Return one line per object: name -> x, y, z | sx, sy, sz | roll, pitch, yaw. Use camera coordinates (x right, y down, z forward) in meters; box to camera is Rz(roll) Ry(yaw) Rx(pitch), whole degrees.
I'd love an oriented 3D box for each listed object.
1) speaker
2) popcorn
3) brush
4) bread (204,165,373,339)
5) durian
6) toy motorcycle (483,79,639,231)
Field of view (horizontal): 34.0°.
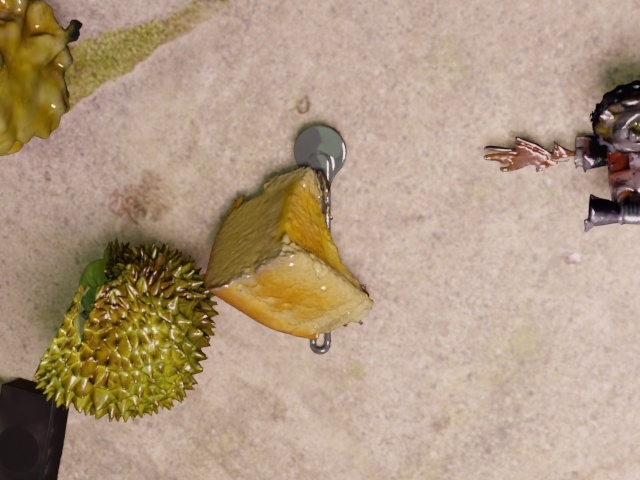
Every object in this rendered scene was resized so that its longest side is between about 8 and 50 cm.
speaker -> -0.372, 0.289, 1.318 | 0.082, 0.044, 0.218 | 14, 99, 13
popcorn -> -0.391, -0.204, 1.176 | 0.226, 0.249, 0.249 | 2, 97, 7
brush -> 0.000, 0.000, 1.201 | 0.062, 0.027, 0.266 | 3, 101, 15
bread -> -0.032, 0.013, 1.174 | 0.140, 0.169, 0.160 | -27, 47, 26
durian -> -0.205, 0.099, 1.158 | 0.177, 0.237, 0.200 | 10, 99, 2
toy motorcycle -> 0.357, -0.081, 1.027 | 0.401, 0.134, 0.207 | -6, 138, 16
